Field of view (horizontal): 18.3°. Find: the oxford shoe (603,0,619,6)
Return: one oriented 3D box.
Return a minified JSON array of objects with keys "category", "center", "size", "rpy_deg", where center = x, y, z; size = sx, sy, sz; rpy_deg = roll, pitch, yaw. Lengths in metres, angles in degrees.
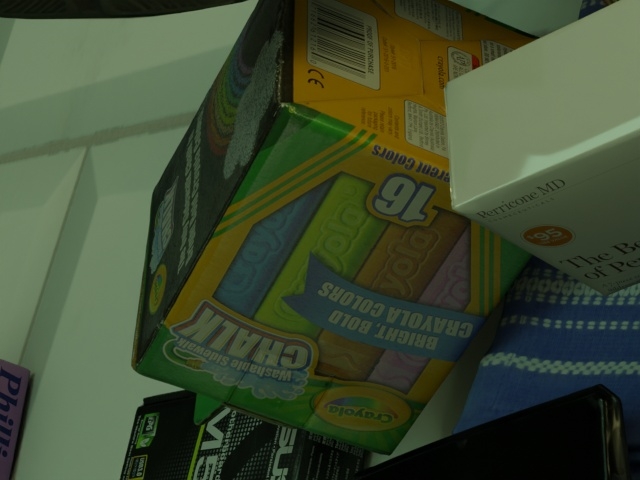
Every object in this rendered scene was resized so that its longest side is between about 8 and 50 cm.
[{"category":"oxford shoe","center":[0.226,-0.173,0.639],"size":[0.348,0.123,0.130],"rpy_deg":[-42,28,25]}]

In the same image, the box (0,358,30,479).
[{"category":"box","center":[-0.336,0.157,1.285],"size":[0.117,0.243,0.213],"rpy_deg":[-29,46,49]}]

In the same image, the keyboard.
[{"category":"keyboard","center":[0.073,0.127,0.813],"size":[0.192,0.038,0.100],"rpy_deg":[-29,56,56]}]

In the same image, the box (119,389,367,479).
[{"category":"box","center":[-0.054,0.166,1.007],"size":[0.184,0.045,0.191],"rpy_deg":[-16,56,57]}]

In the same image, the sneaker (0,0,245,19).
[{"category":"sneaker","center":[-0.004,-0.197,0.876],"size":[0.257,0.447,0.169],"rpy_deg":[-150,44,-83]}]

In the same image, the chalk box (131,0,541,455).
[{"category":"chalk box","center":[0.000,0.000,0.893],"size":[0.132,0.132,0.213],"rpy_deg":[-89,23,-49]}]

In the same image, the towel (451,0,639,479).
[{"category":"towel","center":[0.169,-0.061,0.797],"size":[0.243,0.040,0.336],"rpy_deg":[-8,63,57]}]

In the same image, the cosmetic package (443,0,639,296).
[{"category":"cosmetic package","center":[0.165,-0.055,0.674],"size":[0.239,0.099,0.060],"rpy_deg":[-24,52,36]}]
